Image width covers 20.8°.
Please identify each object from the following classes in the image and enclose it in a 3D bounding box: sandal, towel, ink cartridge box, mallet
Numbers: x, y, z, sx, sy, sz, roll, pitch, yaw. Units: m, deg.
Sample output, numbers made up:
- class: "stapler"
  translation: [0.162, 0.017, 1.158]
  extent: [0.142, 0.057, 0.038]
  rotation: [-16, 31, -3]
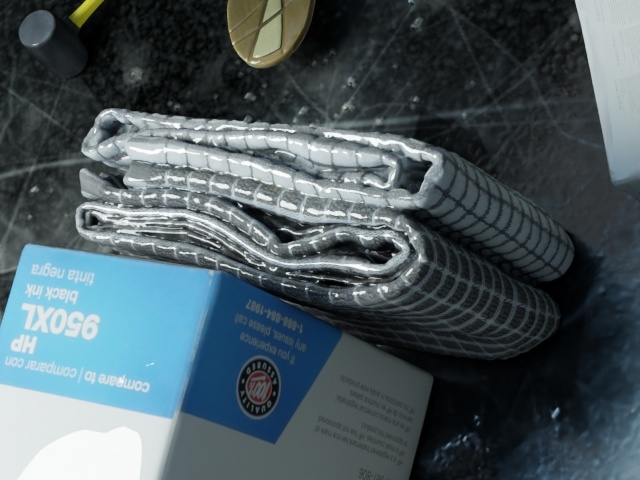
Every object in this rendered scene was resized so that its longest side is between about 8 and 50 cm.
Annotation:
- class: "sandal"
  translation: [-0.035, -0.204, 1.374]
  extent: [0.072, 0.049, 0.180]
  rotation: [-20, 50, 17]
- class: "towel"
  translation: [0.000, 0.000, 1.170]
  extent: [0.283, 0.235, 0.121]
  rotation: [8, 83, 32]
- class: "ink cartridge box"
  translation: [-0.100, 0.233, 1.112]
  extent: [0.166, 0.285, 0.395]
  rotation: [7, 77, 33]
- class: "mallet"
  translation: [-0.176, -0.220, 1.446]
  extent: [0.039, 0.062, 0.190]
  rotation: [42, 95, 32]

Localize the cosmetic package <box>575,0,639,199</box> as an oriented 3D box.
- class: "cosmetic package"
  translation: [0.230, -0.156, 1.183]
  extent: [0.098, 0.060, 0.239]
  rotation: [-16, 72, 26]
